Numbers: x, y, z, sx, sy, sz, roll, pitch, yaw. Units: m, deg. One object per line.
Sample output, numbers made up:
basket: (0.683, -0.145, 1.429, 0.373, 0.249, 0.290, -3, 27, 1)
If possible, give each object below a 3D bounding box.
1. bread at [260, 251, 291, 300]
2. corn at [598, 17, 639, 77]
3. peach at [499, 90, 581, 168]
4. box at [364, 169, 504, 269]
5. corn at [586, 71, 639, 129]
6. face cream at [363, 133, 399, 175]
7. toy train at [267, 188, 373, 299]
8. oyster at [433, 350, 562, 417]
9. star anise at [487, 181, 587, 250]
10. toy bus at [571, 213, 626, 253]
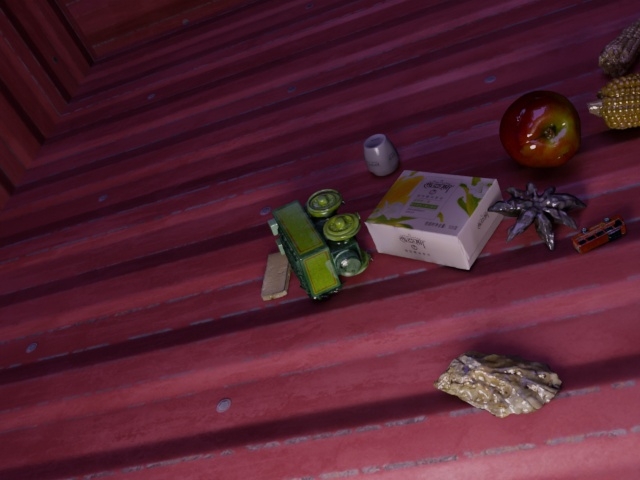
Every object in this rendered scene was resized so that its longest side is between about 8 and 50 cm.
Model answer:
bread: (-0.105, 0.083, 1.899, 0.068, 0.028, 0.154, -15, 39, 18)
corn: (0.790, -0.504, 1.985, 0.087, 0.087, 0.211, 12, 50, 42)
peach: (0.507, -0.256, 1.791, 0.197, 0.197, 0.197, -18, 37, 14)
box: (0.262, -0.053, 1.759, 0.260, 0.111, 0.194, 8, 49, 42)
corn: (0.783, -0.325, 1.734, 0.346, 0.130, 0.130, -6, 41, 21)
face cream: (0.160, -0.227, 2.047, 0.091, 0.095, 0.091, -18, 38, 14)
toy train: (0.000, 0.000, 1.816, 0.188, 0.159, 0.272, -24, 39, -6)
oyster: (0.323, 0.245, 1.389, 0.209, 0.072, 0.133, 13, 55, 40)
star anise: (0.463, -0.061, 1.648, 0.204, 0.061, 0.181, 14, 61, 11)
toy bus: (0.571, -0.013, 1.574, 0.110, 0.031, 0.043, -27, 38, 5)
